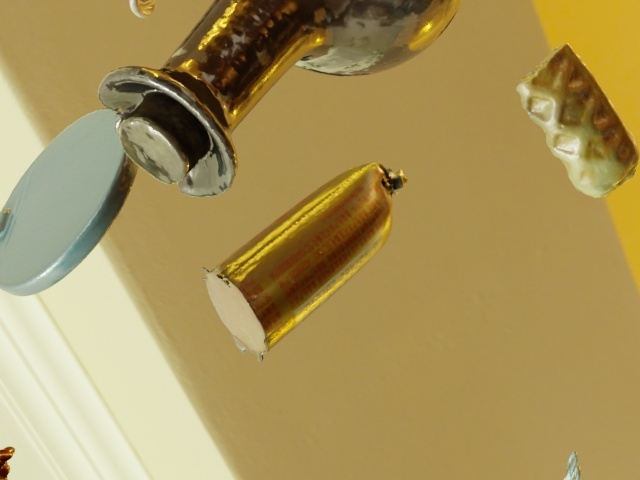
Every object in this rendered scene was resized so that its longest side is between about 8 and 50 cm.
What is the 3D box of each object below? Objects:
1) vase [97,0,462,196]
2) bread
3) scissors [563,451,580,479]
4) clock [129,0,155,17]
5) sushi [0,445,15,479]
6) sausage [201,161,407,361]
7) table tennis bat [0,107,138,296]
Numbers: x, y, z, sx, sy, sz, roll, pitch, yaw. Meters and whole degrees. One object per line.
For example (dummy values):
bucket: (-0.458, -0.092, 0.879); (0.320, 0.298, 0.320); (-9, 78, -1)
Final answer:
vase: (-0.016, -0.094, 0.400); (0.120, 0.120, 0.183); (49, -124, -25)
bread: (0.369, -0.166, 1.409); (0.232, 0.088, 0.128); (53, -124, -23)
scissors: (0.348, 0.358, 1.445); (0.014, 0.058, 0.119); (14, -59, -2)
clock: (-0.167, -0.328, 1.020); (0.151, 0.062, 0.191); (61, -132, -68)
sushi: (-0.291, 0.238, 0.722); (0.343, 0.196, 0.182); (35, -76, -28)
sausage: (-0.001, -0.002, 1.251); (0.317, 0.117, 0.125); (-41, -64, -26)
table tennis bat: (-0.305, -0.032, 1.089); (0.044, 0.329, 0.215); (34, -129, -37)
